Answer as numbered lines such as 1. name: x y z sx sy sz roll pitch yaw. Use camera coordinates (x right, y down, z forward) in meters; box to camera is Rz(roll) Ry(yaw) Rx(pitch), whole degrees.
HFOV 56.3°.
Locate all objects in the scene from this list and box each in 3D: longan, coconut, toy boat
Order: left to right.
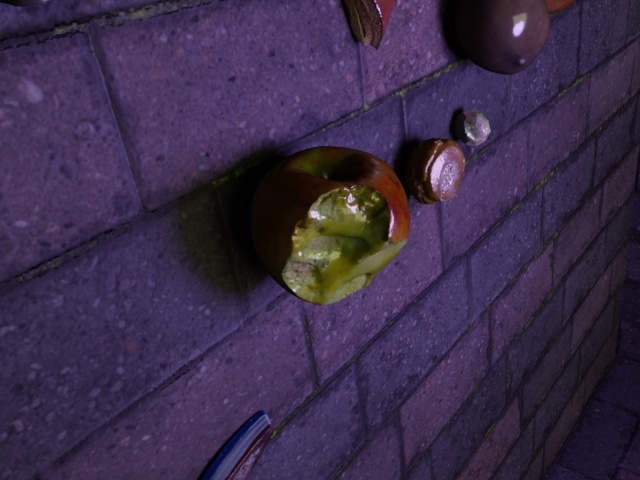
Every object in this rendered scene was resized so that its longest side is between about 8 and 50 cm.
1. toy boat: -0.152 0.391 1.010 0.229 0.046 0.080 -51 133 -24
2. coconut: 0.349 -0.257 1.370 0.081 0.082 0.083 -32 124 -46
3. longan: 0.381 -0.457 1.259 0.220 0.196 0.197 24 84 -44

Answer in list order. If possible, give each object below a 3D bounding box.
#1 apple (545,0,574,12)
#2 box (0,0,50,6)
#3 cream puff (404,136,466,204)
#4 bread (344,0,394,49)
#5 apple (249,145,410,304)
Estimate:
1. apple: 0.510 -0.624 1.362 0.211 0.188 0.211 -14 109 -47
2. box: -0.242 -0.339 0.583 0.274 0.138 0.178 -33 130 -40
3. cream puff: 0.232 -0.145 1.248 0.126 0.103 0.144 7 97 -38
4. bread: 0.088 -0.433 1.002 0.119 0.067 0.192 9 95 -52
5. apple: 0.016 -0.017 0.916 0.246 0.246 0.226 -34 135 -40
